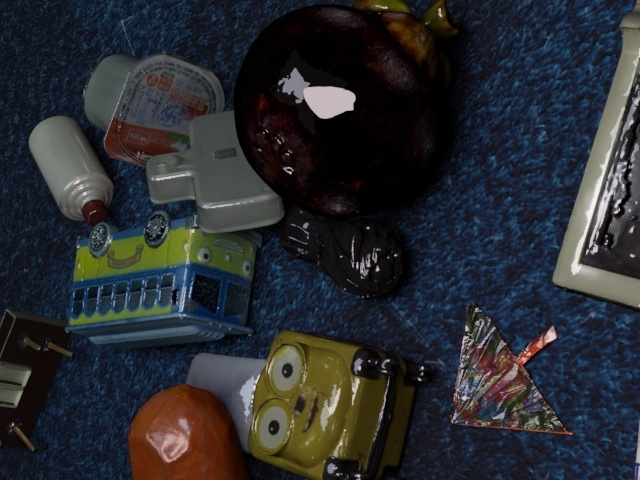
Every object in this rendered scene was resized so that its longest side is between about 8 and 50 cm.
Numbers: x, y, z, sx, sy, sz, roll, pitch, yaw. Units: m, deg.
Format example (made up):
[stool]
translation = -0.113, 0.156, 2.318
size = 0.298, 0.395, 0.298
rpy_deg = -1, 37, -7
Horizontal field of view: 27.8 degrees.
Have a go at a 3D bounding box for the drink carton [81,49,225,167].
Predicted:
[drink carton]
translation = -0.283, -0.224, 2.136
size = 0.190, 0.185, 0.191
rpy_deg = 30, 101, 57

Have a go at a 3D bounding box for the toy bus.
[toy bus]
translation = -0.246, 0.066, 2.015
size = 0.312, 0.152, 0.190
rpy_deg = -9, 69, 43

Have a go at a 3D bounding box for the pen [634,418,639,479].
[pen]
translation = 0.367, 0.209, 1.441
size = 0.025, 0.025, 0.204
rpy_deg = -2, 77, 45

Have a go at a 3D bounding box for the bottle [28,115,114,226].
[bottle]
translation = -0.434, -0.114, 2.294
size = 0.104, 0.104, 0.245
rpy_deg = -54, 47, 20

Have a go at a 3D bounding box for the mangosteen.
[mangosteen]
translation = 0.029, -0.186, 1.733
size = 0.297, 0.297, 0.313
rpy_deg = -30, 26, 36

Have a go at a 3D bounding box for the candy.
[candy]
translation = -0.137, 0.239, 1.909
size = 0.174, 0.071, 0.138
rpy_deg = 1, 83, 46

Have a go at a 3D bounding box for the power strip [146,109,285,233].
[power strip]
translation = -0.161, -0.102, 1.919
size = 0.265, 0.194, 0.059
rpy_deg = -103, 5, -53

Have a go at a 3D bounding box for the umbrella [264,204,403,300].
[umbrella]
translation = 0.000, 0.000, 1.835
size = 0.340, 0.118, 0.118
rpy_deg = 21, 94, 55

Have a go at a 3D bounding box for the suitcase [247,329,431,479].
[suitcase]
translation = 0.012, 0.223, 1.711
size = 0.235, 0.143, 0.193
rpy_deg = 9, 85, 47

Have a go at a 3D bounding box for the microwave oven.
[microwave oven]
translation = 0.429, -0.077, 1.275
size = 0.218, 0.286, 0.354
rpy_deg = 16, 89, 46

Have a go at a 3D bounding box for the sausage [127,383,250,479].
[sausage]
translation = -0.185, 0.337, 1.832
size = 0.153, 0.141, 0.268
rpy_deg = -3, 103, 46

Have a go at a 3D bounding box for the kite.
[kite]
translation = 0.229, 0.174, 1.603
size = 0.189, 0.009, 0.232
rpy_deg = -48, 50, 23

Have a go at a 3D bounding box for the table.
[table]
translation = -0.517, 0.257, 2.254
size = 0.111, 0.122, 0.240
rpy_deg = 31, 101, 46
